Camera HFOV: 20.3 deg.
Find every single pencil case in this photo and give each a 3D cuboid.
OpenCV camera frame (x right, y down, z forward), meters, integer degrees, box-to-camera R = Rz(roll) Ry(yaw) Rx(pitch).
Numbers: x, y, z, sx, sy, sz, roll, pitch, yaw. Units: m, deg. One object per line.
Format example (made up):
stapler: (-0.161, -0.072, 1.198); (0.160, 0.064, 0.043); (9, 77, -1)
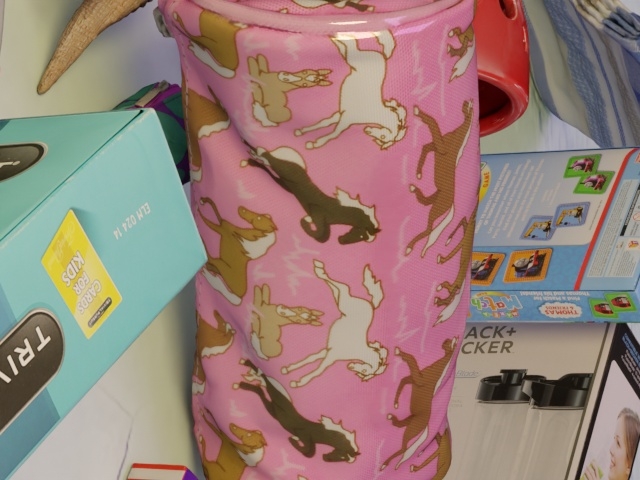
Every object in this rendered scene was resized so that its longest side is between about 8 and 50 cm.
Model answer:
pencil case: (0.000, 0.000, 1.044); (0.160, 0.167, 0.386); (-26, 133, -30)
pencil case: (-0.126, -0.046, 1.032); (0.152, 0.064, 0.070); (-34, 133, -54)

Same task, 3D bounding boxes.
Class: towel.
towel: (0.230, -0.135, 1.471); (0.034, 0.285, 0.209); (-29, 123, -6)

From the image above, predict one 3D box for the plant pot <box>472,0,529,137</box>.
plant pot: (0.047, -0.167, 1.203); (0.191, 0.191, 0.174); (25, 64, -55)

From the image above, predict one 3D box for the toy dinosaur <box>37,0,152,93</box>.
toy dinosaur: (-0.110, -0.238, 1.024); (0.200, 0.127, 0.295); (-30, 119, -62)

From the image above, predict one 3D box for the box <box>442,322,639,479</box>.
box: (0.133, 0.193, 1.341); (0.087, 0.169, 0.290); (53, 47, -39)

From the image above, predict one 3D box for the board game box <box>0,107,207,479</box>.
board game box: (-0.235, 0.068, 0.669); (0.336, 0.254, 0.079); (-50, 130, -47)

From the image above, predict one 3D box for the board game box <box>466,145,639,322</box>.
board game box: (0.165, -0.005, 1.358); (0.160, 0.211, 0.039); (-62, 139, -38)

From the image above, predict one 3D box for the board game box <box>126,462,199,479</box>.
board game box: (-0.079, 0.251, 1.106); (0.193, 0.045, 0.146); (55, 44, -41)

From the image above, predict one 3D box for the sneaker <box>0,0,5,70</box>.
sneaker: (-0.210, -0.189, 0.898); (0.131, 0.112, 0.319); (79, 12, -75)
